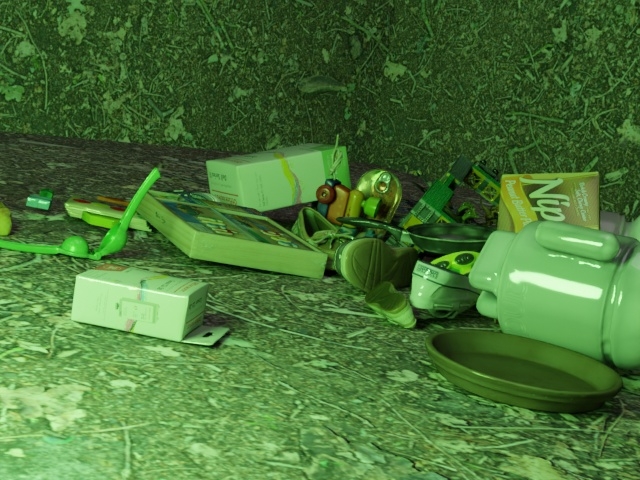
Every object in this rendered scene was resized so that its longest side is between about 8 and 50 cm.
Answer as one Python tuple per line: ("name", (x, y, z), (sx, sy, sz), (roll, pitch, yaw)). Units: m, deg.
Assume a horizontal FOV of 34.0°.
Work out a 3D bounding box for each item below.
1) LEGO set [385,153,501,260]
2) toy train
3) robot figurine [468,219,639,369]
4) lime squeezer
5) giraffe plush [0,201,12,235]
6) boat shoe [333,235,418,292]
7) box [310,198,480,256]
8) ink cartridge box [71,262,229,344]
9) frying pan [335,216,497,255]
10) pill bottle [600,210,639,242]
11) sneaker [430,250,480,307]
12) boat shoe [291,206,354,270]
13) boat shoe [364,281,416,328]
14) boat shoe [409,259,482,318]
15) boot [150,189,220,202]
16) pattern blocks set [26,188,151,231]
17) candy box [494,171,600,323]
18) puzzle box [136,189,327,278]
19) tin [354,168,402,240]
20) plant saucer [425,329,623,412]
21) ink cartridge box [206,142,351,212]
("LEGO set", (0.290, -0.025, 2.311), (0.255, 0.192, 0.331), (34, 40, -4))
("toy train", (0.071, -0.094, 2.283), (0.143, 0.248, 0.105), (17, 11, 15))
("robot figurine", (0.413, 0.084, 1.621), (0.353, 0.200, 0.300), (12, -33, 32))
("lime squeezer", (-0.402, -0.013, 1.792), (0.310, 0.110, 0.059), (-23, 36, -11))
("giraffe plush", (-0.646, -0.106, 1.854), (0.181, 0.171, 0.210), (15, 11, 27))
("boat shoe", (0.090, 0.042, 1.953), (0.092, 0.103, 0.285), (9, 4, 29))
("box", (0.177, -0.047, 2.559), (0.394, 0.097, 0.318), (8, 8, -5))
("ink cartridge box", (-0.226, 0.087, 1.439), (0.198, 0.067, 0.115), (11, 9, 6))
("frying pan", (0.202, -0.006, 2.049), (0.326, 0.053, 0.197), (0, 11, -6))
("pill bottle", (0.695, 0.070, 1.997), (0.392, 0.224, 0.224), (13, 10, 14))
("sneaker", (0.331, 0.083, 2.002), (0.295, 0.109, 0.123), (2, -15, -23))
("boat shoe", (0.000, 0.000, 2.116), (0.104, 0.089, 0.285), (6, 10, -24))
("boat shoe", (0.118, 0.108, 1.741), (0.056, 0.048, 0.153), (-39, 17, -9))
("boat shoe", (0.214, 0.092, 1.802), (0.095, 0.084, 0.258), (22, 2, 32))
("boot", (-0.312, -0.078, 2.317), (0.190, 0.069, 0.086), (2, -5, 41))
("pattern blocks set", (-0.435, -0.056, 2.177), (0.324, 0.026, 0.285), (14, 8, 1))
("candy box", (0.413, 0.008, 1.895), (0.182, 0.088, 0.316), (-1, 43, 15))
("puzzle box", (-0.186, -0.019, 2.074), (0.272, 0.052, 0.409), (10, 9, -27))
("tin", (0.114, -0.071, 2.361), (0.106, 0.190, 0.040), (25, 7, 2))
("plant saucer", (0.280, 0.183, 1.466), (0.277, 0.041, 0.278), (10, 9, -1))
("ink cartridge box", (-0.131, -0.142, 2.449), (0.353, 0.119, 0.207), (-13, 13, -26))
